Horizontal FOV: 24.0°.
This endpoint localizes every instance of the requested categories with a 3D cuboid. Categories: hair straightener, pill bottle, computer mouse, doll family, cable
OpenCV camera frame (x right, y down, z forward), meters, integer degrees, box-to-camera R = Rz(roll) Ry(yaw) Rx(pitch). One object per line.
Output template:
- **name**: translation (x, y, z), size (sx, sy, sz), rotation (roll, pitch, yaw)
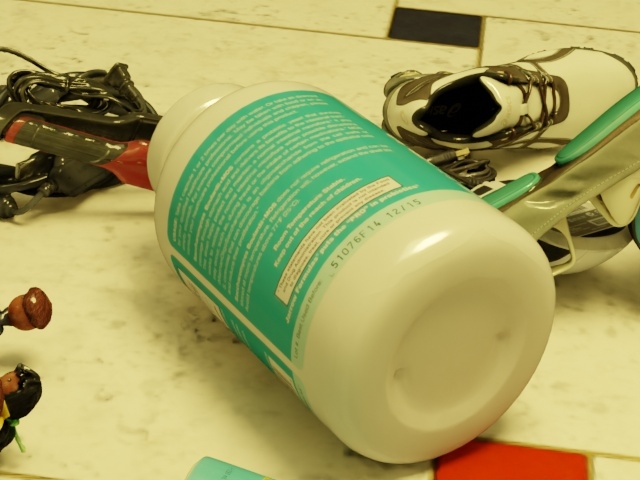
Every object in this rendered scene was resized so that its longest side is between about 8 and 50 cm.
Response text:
- **hair straightener**: translation (-0.150, -0.079, 1.011), size (0.230, 0.047, 0.089), rotation (10, 46, -19)
- **pill bottle**: translation (0.000, 0.000, 0.858), size (0.146, 0.146, 0.264), rotation (-14, 35, -29)
- **computer mouse**: translation (0.123, -0.014, 1.010), size (0.106, 0.042, 0.193), rotation (-13, 27, -36)
- **doll family**: translation (-0.195, 0.067, 0.785), size (0.111, 0.076, 0.193), rotation (-20, 37, -3)
- **cable**: translation (-0.201, -0.073, 1.078), size (0.150, 0.047, 0.184), rotation (14, 35, 27)

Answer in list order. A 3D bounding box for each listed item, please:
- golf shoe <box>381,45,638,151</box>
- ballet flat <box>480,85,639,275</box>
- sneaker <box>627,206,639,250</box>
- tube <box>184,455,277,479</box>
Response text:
- **golf shoe**: translation (0.146, -0.097, 1.108), size (0.198, 0.077, 0.094), rotation (-10, 12, -6)
- **ballet flat**: translation (0.151, -0.025, 0.912), size (0.213, 0.068, 0.072), rotation (-34, 6, 10)
- **sneaker**: translation (0.305, -0.046, 1.041), size (0.341, 0.125, 0.139), rotation (-19, 16, -40)
- **tube**: translation (0.032, 0.157, 0.692), size (0.207, 0.052, 0.080), rotation (17, 42, 11)
